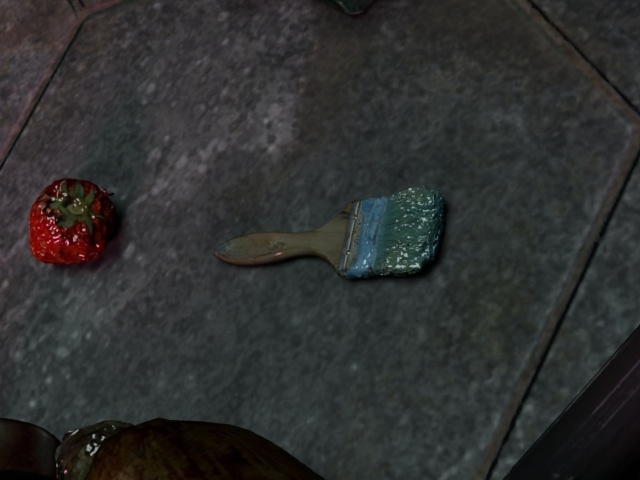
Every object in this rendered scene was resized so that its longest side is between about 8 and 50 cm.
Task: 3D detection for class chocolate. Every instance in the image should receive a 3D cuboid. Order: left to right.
[{"bbox_3d":[-0.245,0.177,1.177,0.149,0.125,0.080,6,51,-4],"label":"chocolate"}]

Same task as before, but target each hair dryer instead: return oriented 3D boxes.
[{"bbox_3d":[0.195,0.068,0.939,0.352,0.107,0.189,-51,7,21],"label":"hair dryer"}]

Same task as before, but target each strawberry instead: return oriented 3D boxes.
[{"bbox_3d":[-0.203,-0.010,1.281,0.083,0.073,0.073,129,145,-50],"label":"strawberry"}]

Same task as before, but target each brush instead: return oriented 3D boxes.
[{"bbox_3d":[0.000,0.000,1.162,0.196,0.021,0.070,-6,59,31],"label":"brush"}]

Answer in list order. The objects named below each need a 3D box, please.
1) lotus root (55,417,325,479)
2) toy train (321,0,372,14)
[{"bbox_3d":[-0.033,0.233,0.942,0.196,0.179,0.397,-50,50,-4],"label":"lotus root"},{"bbox_3d":[0.015,-0.336,1.258,0.238,0.167,0.299,31,84,35],"label":"toy train"}]
